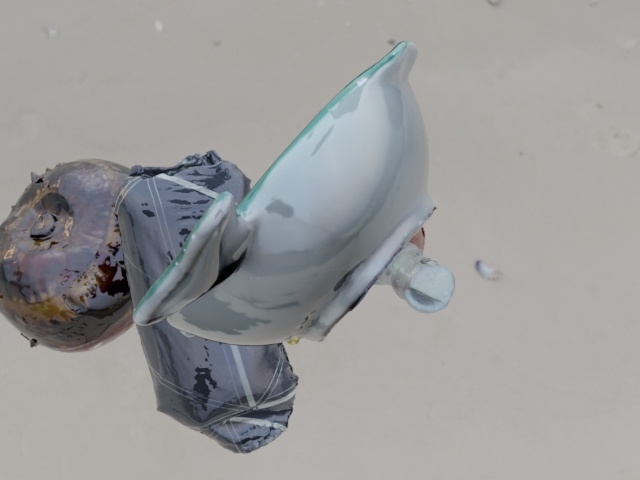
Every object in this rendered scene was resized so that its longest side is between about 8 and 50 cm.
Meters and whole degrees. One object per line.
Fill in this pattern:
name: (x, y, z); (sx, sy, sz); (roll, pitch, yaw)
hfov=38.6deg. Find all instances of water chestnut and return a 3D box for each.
water chestnut: (-0.338, 0.035, 1.362); (0.300, 0.300, 0.300); (8, 58, -13)

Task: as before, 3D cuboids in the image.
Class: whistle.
whistle: (0.083, 0.008, 1.158); (0.134, 0.346, 0.142); (-38, 109, -3)

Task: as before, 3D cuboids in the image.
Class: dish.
dish: (0.000, 0.000, 0.510); (0.078, 0.224, 0.246); (41, 26, 4)

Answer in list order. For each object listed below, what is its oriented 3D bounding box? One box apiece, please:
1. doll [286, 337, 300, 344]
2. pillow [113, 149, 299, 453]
doll: (-0.113, 0.122, 1.175); (0.207, 0.129, 0.081); (-12, 27, -40)
pillow: (-0.124, 0.072, 1.003); (0.162, 0.092, 0.335); (-13, 94, -5)
